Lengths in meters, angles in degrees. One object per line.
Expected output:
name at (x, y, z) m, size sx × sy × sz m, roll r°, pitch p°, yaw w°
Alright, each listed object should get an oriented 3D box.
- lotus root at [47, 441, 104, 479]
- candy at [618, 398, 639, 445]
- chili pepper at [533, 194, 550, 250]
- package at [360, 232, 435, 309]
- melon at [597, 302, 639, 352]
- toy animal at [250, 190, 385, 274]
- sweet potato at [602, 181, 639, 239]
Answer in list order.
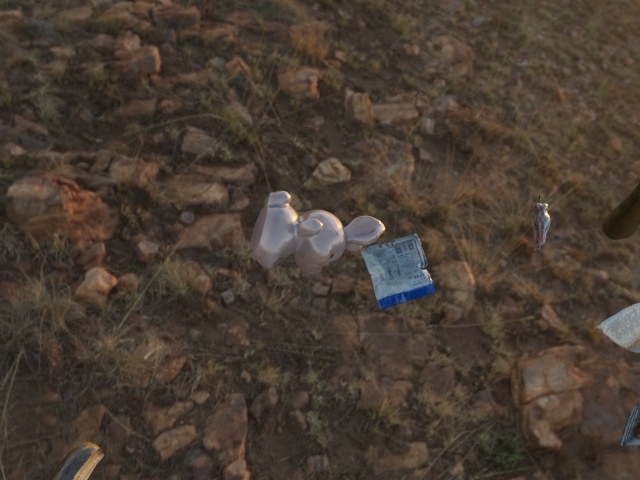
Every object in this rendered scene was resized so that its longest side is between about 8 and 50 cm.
lotus root at (-0.250, 0.235, 0.556) m, size 0.030 × 0.037 × 0.083 m, roll 21°, pitch 57°, yaw 12°
candy at (0.496, 0.255, 0.814) m, size 0.038 × 0.136 × 0.088 m, roll 42°, pitch 57°, yaw -8°
chili pepper at (0.585, -0.045, 1.514) m, size 0.050 × 0.041 × 0.153 m, roll 17°, pitch 70°, yaw -33°
package at (0.209, 0.081, 1.523) m, size 0.171 × 0.027 × 0.173 m, roll -14°, pitch 83°, yaw -18°
melon at (0.598, 0.156, 0.977) m, size 0.203 × 0.139 × 0.093 m, roll 19°, pitch 24°, yaw 11°
toy animal at (0.000, 0.002, 0.911) m, size 0.213 × 0.124 × 0.124 m, roll 10°, pitch 46°, yaw -15°
sweet potato at (0.735, -0.065, 1.363) m, size 0.075 × 0.273 × 0.075 m, roll -4°, pitch 68°, yaw 10°
